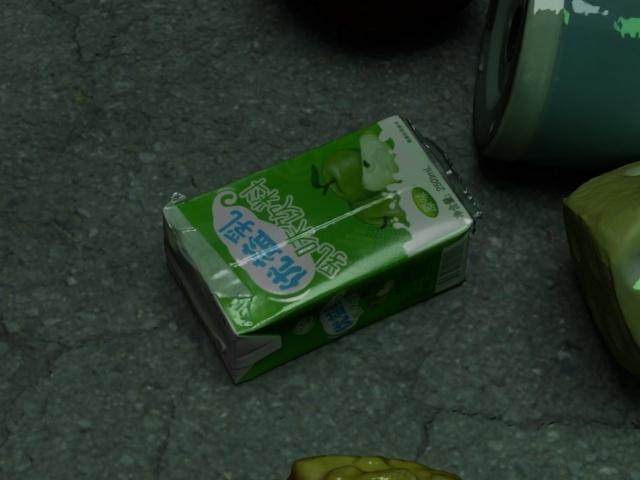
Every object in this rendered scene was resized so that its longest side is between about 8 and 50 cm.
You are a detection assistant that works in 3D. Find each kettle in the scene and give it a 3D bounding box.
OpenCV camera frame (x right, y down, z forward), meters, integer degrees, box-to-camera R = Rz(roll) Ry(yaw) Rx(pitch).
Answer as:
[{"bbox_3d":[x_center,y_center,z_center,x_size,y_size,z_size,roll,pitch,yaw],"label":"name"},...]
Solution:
[{"bbox_3d":[0.343,-0.196,1.653,0.342,0.247,0.319,9,30,-5],"label":"kettle"}]

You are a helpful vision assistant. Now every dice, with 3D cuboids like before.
[{"bbox_3d":[0.327,0.017,1.491,0.169,0.169,0.166,-20,103,0],"label":"dice"}]

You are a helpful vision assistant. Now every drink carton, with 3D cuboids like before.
[{"bbox_3d":[0.000,0.000,1.559,0.271,0.108,0.161,-23,61,-18],"label":"drink carton"}]

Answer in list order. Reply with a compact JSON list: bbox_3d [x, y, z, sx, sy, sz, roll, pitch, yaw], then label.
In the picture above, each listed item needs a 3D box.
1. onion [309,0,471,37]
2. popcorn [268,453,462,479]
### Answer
[{"bbox_3d":[0.067,-0.352,1.711,0.276,0.276,0.276,1,57,-2],"label":"onion"},{"bbox_3d":[0.052,0.255,1.340,0.226,0.203,0.200,43,70,12],"label":"popcorn"}]
